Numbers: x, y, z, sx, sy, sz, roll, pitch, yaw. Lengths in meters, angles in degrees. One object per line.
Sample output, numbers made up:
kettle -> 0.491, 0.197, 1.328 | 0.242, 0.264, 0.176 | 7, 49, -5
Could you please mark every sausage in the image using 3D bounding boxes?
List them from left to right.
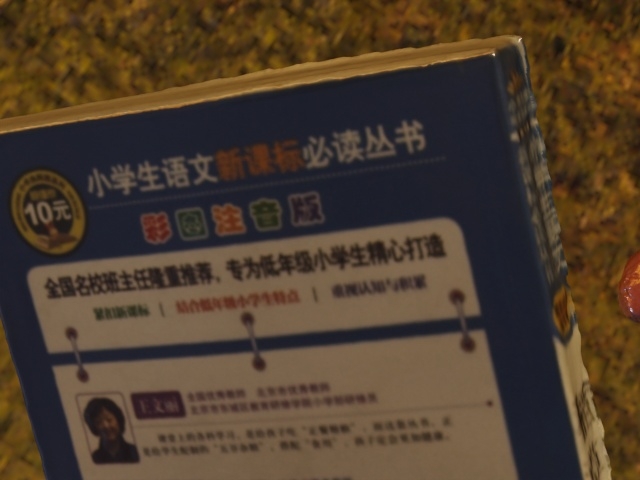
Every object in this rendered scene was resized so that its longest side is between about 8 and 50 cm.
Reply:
sausage -> 0.249, 0.036, 1.145 | 0.094, 0.054, 0.059 | 6, 168, -18

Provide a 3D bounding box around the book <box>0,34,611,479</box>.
book -> -0.003, 0.130, 0.810 | 0.300, 0.039, 0.428 | -6, 106, 27
